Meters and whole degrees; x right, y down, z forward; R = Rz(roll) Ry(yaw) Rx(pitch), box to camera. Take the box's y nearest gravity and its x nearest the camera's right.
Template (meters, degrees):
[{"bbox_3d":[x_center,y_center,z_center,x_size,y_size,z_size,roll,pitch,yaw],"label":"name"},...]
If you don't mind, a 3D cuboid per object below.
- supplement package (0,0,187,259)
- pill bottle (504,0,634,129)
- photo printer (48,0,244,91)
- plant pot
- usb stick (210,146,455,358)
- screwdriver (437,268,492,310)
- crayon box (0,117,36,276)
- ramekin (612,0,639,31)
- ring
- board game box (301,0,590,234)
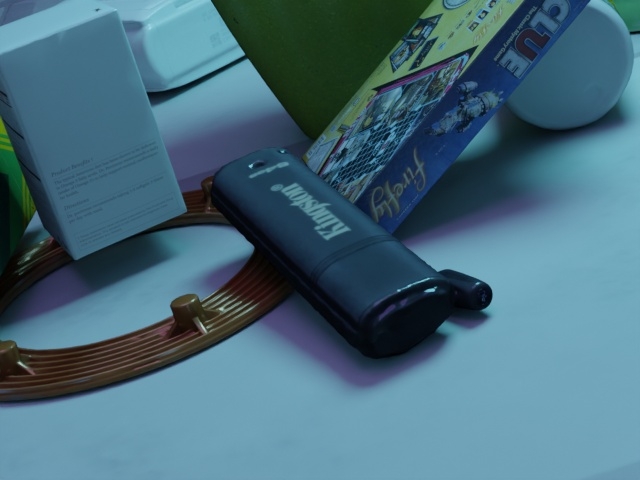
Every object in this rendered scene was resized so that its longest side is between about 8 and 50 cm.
[{"bbox_3d":[-0.197,-0.094,1.125,0.105,0.179,0.105,-24,23,-16],"label":"supplement package"},{"bbox_3d":[0.201,-0.183,1.208,0.118,0.117,0.208,-14,22,9],"label":"pill bottle"},{"bbox_3d":[-0.211,-0.270,1.729,0.308,0.107,0.256,6,32,46],"label":"photo printer"},{"bbox_3d":[0.009,-0.251,1.274,0.275,0.293,0.275,-15,22,6],"label":"plant pot"},{"bbox_3d":[0.000,0.000,0.971,0.077,0.045,0.278,-30,33,-12],"label":"usb stick"},{"bbox_3d":[0.064,0.028,0.955,0.024,0.025,0.170,-28,16,-23],"label":"screwdriver"},{"bbox_3d":[-0.430,0.026,1.159,0.363,0.106,0.313,-20,20,10],"label":"crayon box"},{"bbox_3d":[0.354,-0.333,1.408,0.303,0.148,0.303,-15,22,6],"label":"ramekin"},{"bbox_3d":[-0.158,0.024,1.100,0.337,0.032,0.336,-15,22,6],"label":"ring"},{"bbox_3d":[0.091,-0.122,1.083,0.243,0.042,0.165,-50,21,8],"label":"board game box"}]
